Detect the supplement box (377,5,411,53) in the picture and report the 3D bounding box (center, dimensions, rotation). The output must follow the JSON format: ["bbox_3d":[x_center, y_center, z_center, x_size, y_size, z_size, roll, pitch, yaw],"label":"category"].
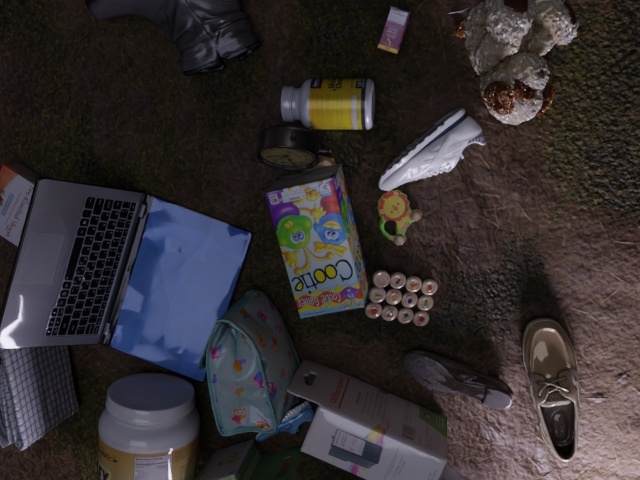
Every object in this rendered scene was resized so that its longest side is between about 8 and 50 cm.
[{"bbox_3d":[0.147,-0.417,1.383,0.043,0.055,0.083,19,104,5],"label":"supplement box"}]

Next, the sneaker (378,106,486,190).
[{"bbox_3d":[0.222,-0.166,1.413,0.235,0.090,0.095,-37,103,17],"label":"sneaker"}]

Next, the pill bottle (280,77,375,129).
[{"bbox_3d":[0.017,-0.277,1.412,0.184,0.103,0.103,2,103,9],"label":"pill bottle"}]

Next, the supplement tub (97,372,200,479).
[{"bbox_3d":[-0.393,0.486,1.589,0.228,0.228,0.316,8,103,8],"label":"supplement tub"}]

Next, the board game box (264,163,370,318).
[{"bbox_3d":[0.000,0.000,1.443,0.144,0.142,0.275,-12,106,12],"label":"board game box"}]

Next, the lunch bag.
[{"bbox_3d":[-0.150,0.253,1.496,0.160,0.223,0.262,-11,100,18],"label":"lunch bag"}]

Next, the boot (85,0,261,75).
[{"bbox_3d":[-0.308,-0.442,1.433,0.338,0.118,0.223,-10,105,16],"label":"boot"}]

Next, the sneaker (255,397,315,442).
[{"bbox_3d":[-0.081,0.431,1.608,0.162,0.063,0.073,-33,98,15],"label":"sneaker"}]

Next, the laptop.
[{"bbox_3d":[-0.419,0.101,1.500,0.236,0.408,0.382,27,103,38],"label":"laptop"}]

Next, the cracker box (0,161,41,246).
[{"bbox_3d":[-0.649,-0.053,1.599,0.232,0.067,0.156,32,106,1],"label":"cracker box"}]

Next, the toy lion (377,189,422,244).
[{"bbox_3d":[0.159,-0.054,1.476,0.096,0.034,0.100,34,106,9],"label":"toy lion"}]

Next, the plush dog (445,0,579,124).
[{"bbox_3d":[0.351,-0.329,1.302,0.210,0.262,0.225,-8,92,45],"label":"plush dog"}]

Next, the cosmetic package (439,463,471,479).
[{"bbox_3d":[0.210,0.723,1.416,0.393,0.329,0.327,-26,97,-12],"label":"cosmetic package"}]

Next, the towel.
[{"bbox_3d":[-0.684,0.309,1.600,0.121,0.235,0.284,-5,100,15],"label":"towel"}]

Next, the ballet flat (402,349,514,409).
[{"bbox_3d":[0.301,0.296,1.519,0.250,0.058,0.084,19,127,11],"label":"ballet flat"}]

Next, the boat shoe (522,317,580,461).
[{"bbox_3d":[0.493,0.313,1.460,0.109,0.098,0.302,-8,101,12],"label":"boat shoe"}]

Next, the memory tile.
[{"bbox_3d":[0.174,0.125,1.496,0.148,0.012,0.113,11,104,-11],"label":"memory tile"}]

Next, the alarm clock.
[{"bbox_3d":[-0.080,-0.189,1.444,0.192,0.129,0.064,-14,66,43],"label":"alarm clock"}]

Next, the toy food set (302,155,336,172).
[{"bbox_3d":[0.001,-0.140,1.488,0.082,0.020,0.083,-2,101,10],"label":"toy food set"}]

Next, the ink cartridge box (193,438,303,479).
[{"bbox_3d":[-0.164,0.514,1.584,0.235,0.171,0.056,-22,97,14],"label":"ink cartridge box"}]

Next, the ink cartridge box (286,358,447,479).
[{"bbox_3d":[0.088,0.401,1.495,0.353,0.207,0.119,23,104,6],"label":"ink cartridge box"}]
